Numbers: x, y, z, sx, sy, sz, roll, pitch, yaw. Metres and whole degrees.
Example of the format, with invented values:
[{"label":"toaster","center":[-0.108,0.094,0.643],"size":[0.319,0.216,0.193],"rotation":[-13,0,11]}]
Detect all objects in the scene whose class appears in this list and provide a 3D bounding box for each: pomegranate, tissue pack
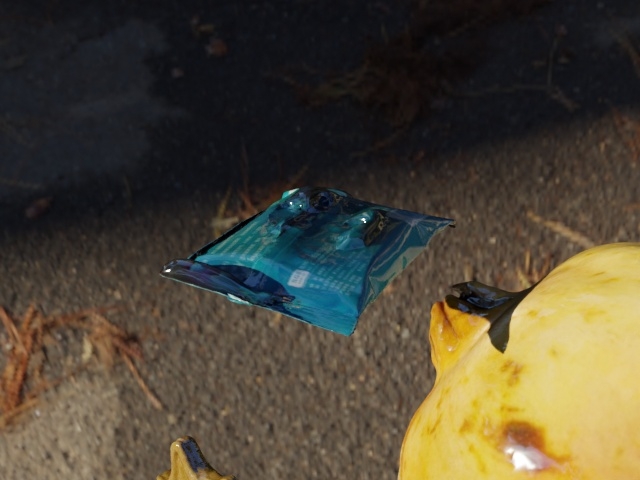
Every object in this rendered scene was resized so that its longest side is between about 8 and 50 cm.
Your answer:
[{"label":"pomegranate","center":[0.141,0.098,0.561],"size":[0.209,0.209,0.209],"rotation":[-3,51,4]},{"label":"tissue pack","center":[0.000,0.000,0.555],"size":[0.085,0.028,0.138],"rotation":[14,26,19]}]

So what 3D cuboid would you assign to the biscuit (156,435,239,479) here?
[{"label":"biscuit","center":[-0.093,0.277,1.135],"size":[0.034,0.215,0.182],"rotation":[-24,8,-34]}]
